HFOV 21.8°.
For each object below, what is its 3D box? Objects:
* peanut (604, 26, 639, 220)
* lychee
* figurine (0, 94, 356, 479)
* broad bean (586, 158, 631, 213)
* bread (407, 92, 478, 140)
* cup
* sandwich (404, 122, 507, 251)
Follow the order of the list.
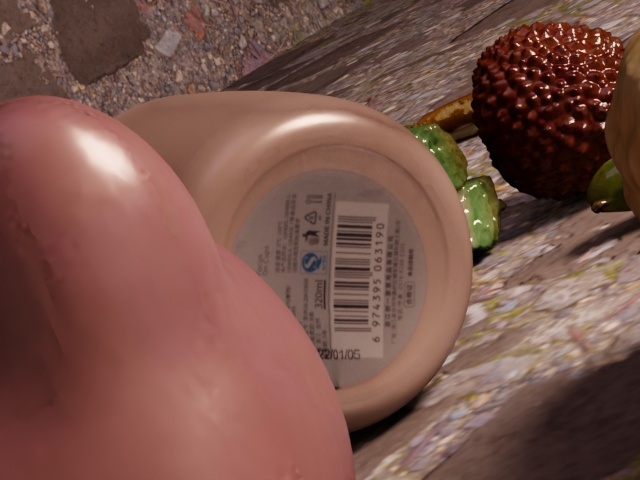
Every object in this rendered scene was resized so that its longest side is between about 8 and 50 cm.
[{"bbox_3d":[0.205,-0.024,0.596,0.174,0.158,0.340,3,16,-2],"label":"peanut"},{"bbox_3d":[0.161,-0.084,1.086,0.129,0.123,0.123,13,31,27],"label":"lychee"},{"bbox_3d":[-0.090,0.110,0.583,0.269,0.261,0.211,-26,-17,13],"label":"figurine"},{"bbox_3d":[0.233,-0.047,0.897,0.070,0.048,0.213,-35,12,-37],"label":"broad bean"},{"bbox_3d":[0.124,-0.110,1.505,0.083,0.036,0.047,-19,5,43],"label":"bread"},{"bbox_3d":[-0.048,0.039,0.895,0.253,0.191,0.200,-60,23,-11],"label":"cup"},{"bbox_3d":[0.007,-0.002,1.087,0.185,0.109,0.160,-17,13,45],"label":"sandwich"}]
